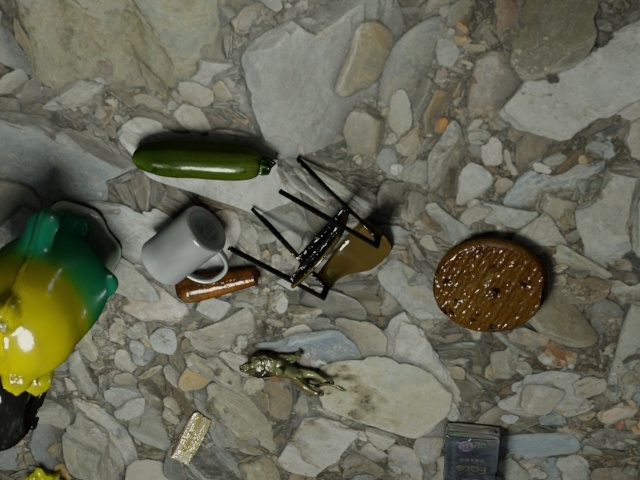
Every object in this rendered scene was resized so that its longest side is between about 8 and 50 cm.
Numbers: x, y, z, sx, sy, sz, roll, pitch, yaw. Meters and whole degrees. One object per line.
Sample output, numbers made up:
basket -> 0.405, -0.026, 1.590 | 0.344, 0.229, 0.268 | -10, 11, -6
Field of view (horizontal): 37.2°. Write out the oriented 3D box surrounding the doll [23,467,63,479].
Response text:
doll -> -0.596, 0.625, 2.253 | 0.241, 0.099, 0.135 | 43, 145, -18

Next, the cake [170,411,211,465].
cake -> -0.281, 0.431, 2.076 | 0.052, 0.065, 0.121 | 27, 119, -12

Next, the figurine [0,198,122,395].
figurine -> -0.492, 0.099, 1.699 | 0.231, 0.340, 0.324 | 8, 128, 6

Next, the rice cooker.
rice cooker -> -0.684, 0.294, 1.940 | 0.224, 0.267, 0.267 | 14, 127, -3

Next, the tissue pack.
tissue pack -> 0.313, 0.450, 1.973 | 0.112, 0.051, 0.156 | 3, 125, 8

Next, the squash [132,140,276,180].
squash -> -0.206, -0.137, 1.640 | 0.258, 0.069, 0.069 | 3, 126, 9

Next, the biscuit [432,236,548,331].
biscuit -> 0.305, 0.079, 1.715 | 0.212, 0.036, 0.212 | 5, 125, 7

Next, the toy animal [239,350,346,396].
toy animal -> -0.051, 0.264, 1.904 | 0.219, 0.069, 0.086 | 19, 148, 4

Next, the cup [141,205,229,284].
cup -> -0.238, 0.014, 1.748 | 0.133, 0.099, 0.136 | -36, 144, 30

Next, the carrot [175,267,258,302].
carrot -> -0.197, 0.082, 1.811 | 0.161, 0.055, 0.055 | -11, 123, 10

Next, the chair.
chair -> 0.000, 0.000, 1.651 | 0.247, 0.172, 0.159 | 38, 123, -8
